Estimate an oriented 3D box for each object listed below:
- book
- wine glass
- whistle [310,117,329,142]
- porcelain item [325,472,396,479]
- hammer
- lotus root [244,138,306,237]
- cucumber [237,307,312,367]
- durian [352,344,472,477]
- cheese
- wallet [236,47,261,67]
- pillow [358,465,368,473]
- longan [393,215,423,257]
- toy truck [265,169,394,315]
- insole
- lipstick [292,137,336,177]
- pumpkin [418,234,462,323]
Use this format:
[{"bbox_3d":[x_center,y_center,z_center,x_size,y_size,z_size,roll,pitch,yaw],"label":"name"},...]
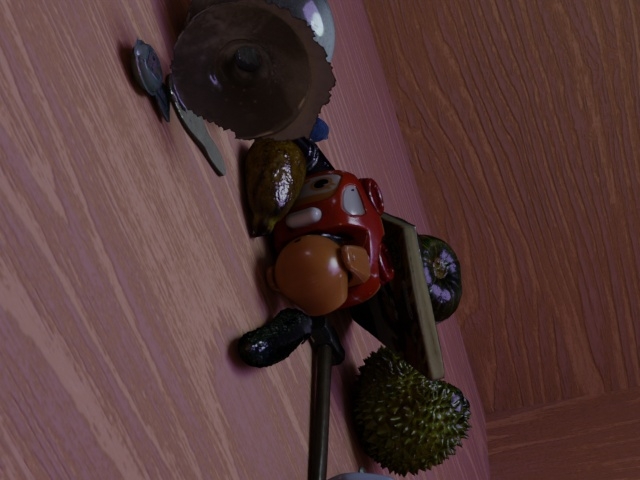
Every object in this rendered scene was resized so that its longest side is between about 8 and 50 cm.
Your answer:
[{"bbox_3d":[0.116,0.074,1.775,0.428,0.039,0.299,-150,-135,-69],"label":"book"},{"bbox_3d":[-0.087,-0.287,1.309,0.323,0.238,0.238,-81,154,-60],"label":"wine glass"},{"bbox_3d":[-0.046,-0.241,1.811,0.304,0.062,0.062,9,69,-75],"label":"whistle"},{"bbox_3d":[0.060,0.539,1.241,0.405,0.179,0.242,-87,158,-48],"label":"porcelain item"},{"bbox_3d":[0.003,0.295,1.542,0.365,0.044,0.111,-87,159,-45],"label":"hammer"},{"bbox_3d":[-0.077,-0.090,1.482,0.108,0.094,0.190,27,46,-25],"label":"lotus root"},{"bbox_3d":[-0.071,0.151,1.341,0.245,0.067,0.067,-24,101,-74],"label":"cucumber"},{"bbox_3d":[0.173,0.353,1.827,0.291,0.224,0.291,45,-6,6],"label":"durian"},{"bbox_3d":[-0.217,-0.210,1.158,0.120,0.026,0.067,68,17,-55],"label":"cheese"},{"bbox_3d":[-0.152,-0.383,1.572,0.122,0.031,0.232,-56,133,-73],"label":"wallet"},{"bbox_3d":[0.097,0.516,1.629,0.179,0.075,0.171,60,22,-52],"label":"pillow"},{"bbox_3d":[0.174,0.024,2.252,0.187,0.168,0.167,97,-12,-63],"label":"longan"},{"bbox_3d":[0.000,0.000,1.517,0.239,0.189,0.264,19,56,-64],"label":"toy truck"},{"bbox_3d":[-0.178,-0.164,1.308,0.192,0.010,0.063,61,21,-48],"label":"insole"},{"bbox_3d":[-0.044,-0.164,1.703,0.299,0.081,0.081,46,34,-60],"label":"lipstick"},{"bbox_3d":[0.266,0.107,2.477,0.260,0.189,0.260,25,53,-39],"label":"pumpkin"}]
